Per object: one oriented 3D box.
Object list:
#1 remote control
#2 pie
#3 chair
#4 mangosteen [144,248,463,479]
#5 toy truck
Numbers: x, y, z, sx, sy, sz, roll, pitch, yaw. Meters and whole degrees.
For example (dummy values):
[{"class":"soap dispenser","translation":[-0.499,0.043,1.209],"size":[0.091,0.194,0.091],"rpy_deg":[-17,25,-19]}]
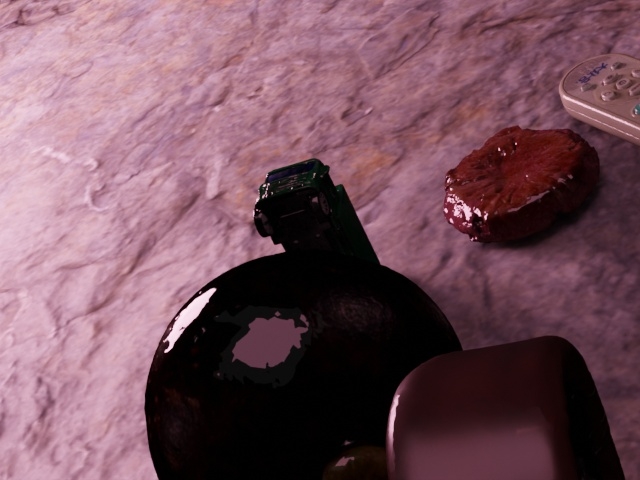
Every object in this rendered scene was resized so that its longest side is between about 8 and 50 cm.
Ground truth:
[{"class":"remote control","translation":[0.295,-0.114,1.204],"size":[0.078,0.042,0.221],"rpy_deg":[-34,35,-13]},{"class":"pie","translation":[0.173,-0.053,1.205],"size":[0.153,0.038,0.153],"rpy_deg":[-20,32,13]},{"class":"chair","translation":[0.256,0.124,0.730],"size":[0.401,0.226,0.226],"rpy_deg":[-15,35,16]},{"class":"mangosteen","translation":[-0.001,0.133,0.913],"size":[0.228,0.228,0.265],"rpy_deg":[-25,46,2]},{"class":"toy truck","translation":[0.000,0.000,1.153],"size":[0.065,0.147,0.079],"rpy_deg":[-16,36,17]}]
